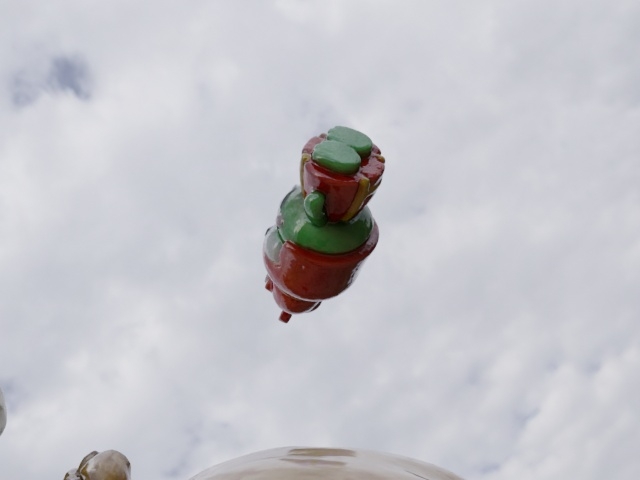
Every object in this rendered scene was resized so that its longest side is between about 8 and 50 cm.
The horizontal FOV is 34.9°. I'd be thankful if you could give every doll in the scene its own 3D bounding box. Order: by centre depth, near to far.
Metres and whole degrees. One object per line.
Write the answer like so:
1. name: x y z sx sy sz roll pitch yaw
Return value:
1. doll: -0.001 -0.001 1.551 0.363 0.160 0.183 -64 -1 40

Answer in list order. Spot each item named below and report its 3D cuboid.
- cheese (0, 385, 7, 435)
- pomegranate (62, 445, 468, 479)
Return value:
1. cheese: -0.434 0.132 0.852 0.328 0.351 0.130 29 -76 -16
2. pomegranate: -0.042 0.302 0.622 0.411 0.411 0.412 -22 -43 -22
